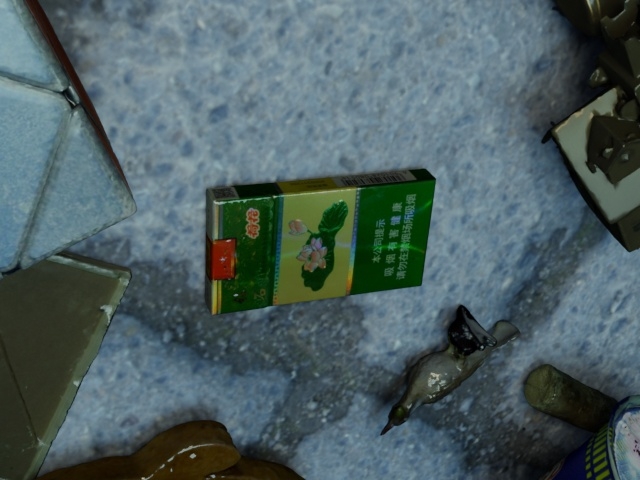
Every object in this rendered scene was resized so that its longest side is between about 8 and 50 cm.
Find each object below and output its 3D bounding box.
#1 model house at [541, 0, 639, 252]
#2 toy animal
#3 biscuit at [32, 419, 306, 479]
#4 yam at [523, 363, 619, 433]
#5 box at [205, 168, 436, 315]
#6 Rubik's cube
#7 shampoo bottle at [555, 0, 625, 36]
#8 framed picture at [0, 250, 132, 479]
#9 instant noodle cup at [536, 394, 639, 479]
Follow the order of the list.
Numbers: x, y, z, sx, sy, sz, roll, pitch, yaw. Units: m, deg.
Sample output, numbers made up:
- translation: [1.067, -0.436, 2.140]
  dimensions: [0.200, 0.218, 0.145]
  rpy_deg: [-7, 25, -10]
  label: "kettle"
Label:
- translation: [0.333, -0.121, 0.917]
  dimensions: [0.211, 0.204, 0.243]
  rpy_deg: [-36, 139, 6]
  label: "model house"
- translation: [0.141, 0.156, 1.110]
  dimensions: [0.202, 0.070, 0.105]
  rpy_deg: [-46, 144, 3]
  label: "toy animal"
- translation: [-0.183, 0.344, 1.081]
  dimensions: [0.394, 0.070, 0.351]
  rpy_deg: [13, 111, -29]
  label: "biscuit"
- translation: [0.363, 0.227, 1.248]
  dimensions: [0.274, 0.061, 0.061]
  rpy_deg: [28, 105, -34]
  label: "yam"
- translation: [0.000, 0.000, 0.975]
  dimensions: [0.235, 0.034, 0.132]
  rpy_deg: [-6, 121, -19]
  label: "box"
- translation: [-0.281, -0.095, 0.696]
  dimensions: [0.205, 0.207, 0.205]
  rpy_deg: [-28, 127, -7]
  label: "Rubik's cube"
- translation: [0.382, -0.321, 0.917]
  dimensions: [0.350, 0.084, 0.126]
  rpy_deg: [-34, 127, 0]
  label: "shampoo bottle"
- translation: [-0.325, 0.120, 0.919]
  dimensions: [0.208, 0.019, 0.281]
  rpy_deg: [20, 110, -31]
  label: "framed picture"
- translation: [0.338, 0.388, 1.185]
  dimensions: [0.284, 0.284, 0.312]
  rpy_deg: [22, 131, -31]
  label: "instant noodle cup"
